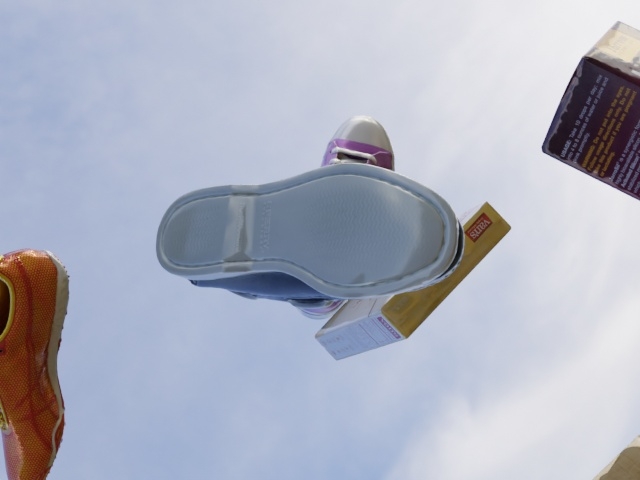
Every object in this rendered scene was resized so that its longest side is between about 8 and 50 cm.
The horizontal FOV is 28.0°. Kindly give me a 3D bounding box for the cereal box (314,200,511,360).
[{"bbox_3d":[0.095,0.049,1.407,0.047,0.240,0.173,47,-110,-3],"label":"cereal box"}]

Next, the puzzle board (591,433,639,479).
[{"bbox_3d":[0.241,0.200,0.879,0.096,0.128,0.011,-36,-36,-26],"label":"puzzle board"}]

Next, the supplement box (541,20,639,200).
[{"bbox_3d":[0.266,-0.071,0.906,0.104,0.188,0.081,-43,-22,-54],"label":"supplement box"}]

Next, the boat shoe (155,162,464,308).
[{"bbox_3d":[0.000,0.000,1.073,0.091,0.302,0.114,24,-104,-50],"label":"boat shoe"}]

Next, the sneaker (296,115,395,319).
[{"bbox_3d":[0.029,-0.056,1.578,0.161,0.102,0.282,78,-156,-63],"label":"sneaker"}]

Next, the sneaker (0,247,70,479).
[{"bbox_3d":[-0.216,0.092,0.896,0.067,0.064,0.175,-4,-83,-34],"label":"sneaker"}]
